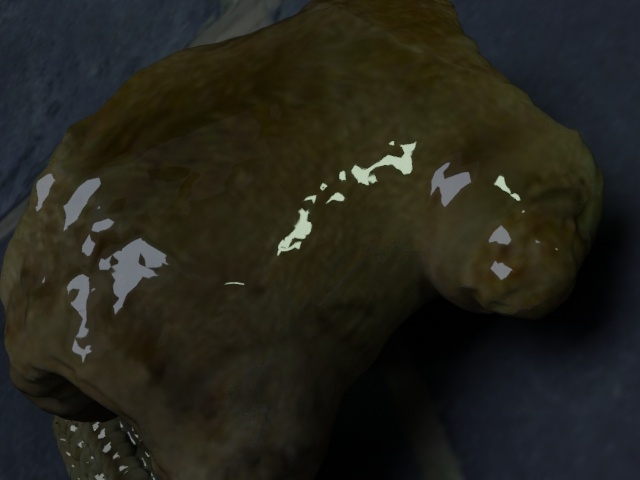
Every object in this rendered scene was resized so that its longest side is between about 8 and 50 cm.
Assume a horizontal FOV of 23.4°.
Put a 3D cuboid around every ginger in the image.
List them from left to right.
[{"bbox_3d":[0.000,0.000,0.660,0.221,0.130,0.276,17,67,16],"label":"ginger"}]

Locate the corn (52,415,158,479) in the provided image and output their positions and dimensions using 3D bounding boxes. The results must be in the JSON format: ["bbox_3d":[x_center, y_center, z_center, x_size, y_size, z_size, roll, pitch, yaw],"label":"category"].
[{"bbox_3d":[-0.064,0.123,0.708,0.087,0.087,0.211,-43,46,13],"label":"corn"}]
